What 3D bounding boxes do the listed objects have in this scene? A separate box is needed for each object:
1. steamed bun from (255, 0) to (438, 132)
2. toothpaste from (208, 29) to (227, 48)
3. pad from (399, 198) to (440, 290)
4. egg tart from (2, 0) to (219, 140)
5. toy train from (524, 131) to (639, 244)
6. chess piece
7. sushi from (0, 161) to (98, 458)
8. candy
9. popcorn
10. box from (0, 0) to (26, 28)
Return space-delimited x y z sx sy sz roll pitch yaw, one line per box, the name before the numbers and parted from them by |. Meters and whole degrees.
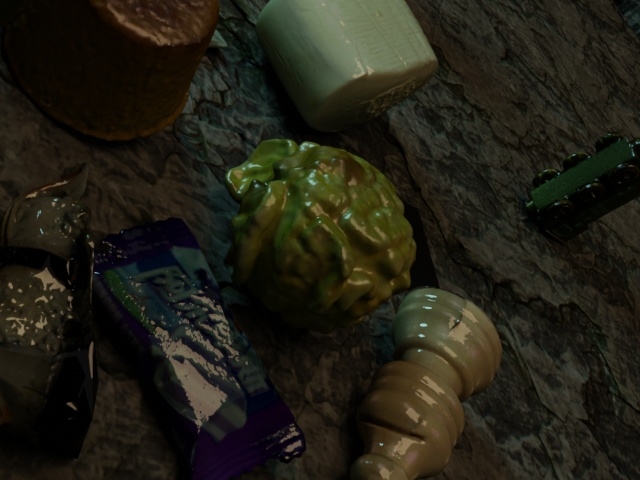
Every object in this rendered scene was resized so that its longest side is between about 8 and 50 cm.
steamed bun | 0.028 -0.254 1.510 0.250 0.155 0.200 -18 73 -50
toothpaste | -0.185 -0.252 1.341 0.064 0.041 0.218 53 28 8
pad | 0.070 -0.015 1.487 0.243 0.004 0.164 23 44 -41
egg tart | -0.204 -0.222 1.155 0.215 0.171 0.215 17 57 -29
toy train | 0.455 -0.090 1.863 0.137 0.225 0.090 29 39 -47
chess piece | 0.111 0.192 1.265 0.307 0.124 0.139 -57 141 -52
sushi | -0.245 0.042 0.927 0.109 0.134 0.273 4 61 -18
candy | -0.122 0.107 1.067 0.145 0.070 0.275 -21 80 -49
popcorn | -0.008 -0.008 1.212 0.217 0.181 0.235 48 28 -8
box | -0.285 -0.418 1.001 0.138 0.420 0.373 18 49 -42
